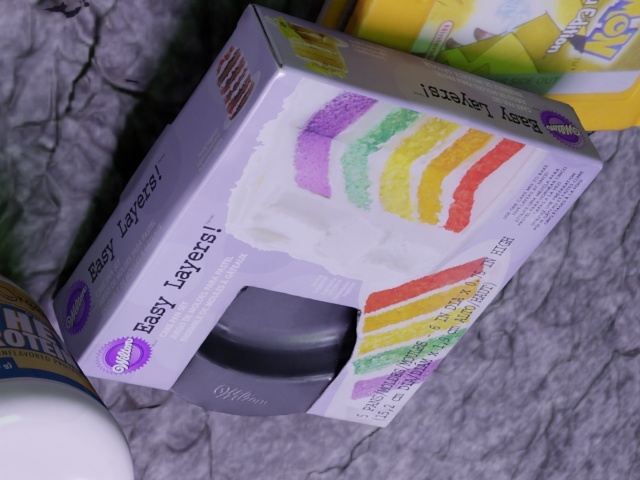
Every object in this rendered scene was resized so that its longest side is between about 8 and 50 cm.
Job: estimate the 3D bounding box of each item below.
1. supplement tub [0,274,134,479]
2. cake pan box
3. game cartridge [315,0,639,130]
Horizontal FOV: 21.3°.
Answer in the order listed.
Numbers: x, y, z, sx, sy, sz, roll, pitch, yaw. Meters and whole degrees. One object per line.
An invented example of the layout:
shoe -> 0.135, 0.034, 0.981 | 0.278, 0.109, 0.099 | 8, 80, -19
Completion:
supplement tub -> -0.200, 0.100, 0.943 | 0.144, 0.199, 0.144 | -13, 121, -23
cake pan box -> 0.000, 0.000, 1.040 | 0.246, 0.070, 0.267 | 16, 127, -33
game cartridge -> 0.171, -0.171, 1.023 | 0.323, 0.053, 0.285 | -2, 142, -26
